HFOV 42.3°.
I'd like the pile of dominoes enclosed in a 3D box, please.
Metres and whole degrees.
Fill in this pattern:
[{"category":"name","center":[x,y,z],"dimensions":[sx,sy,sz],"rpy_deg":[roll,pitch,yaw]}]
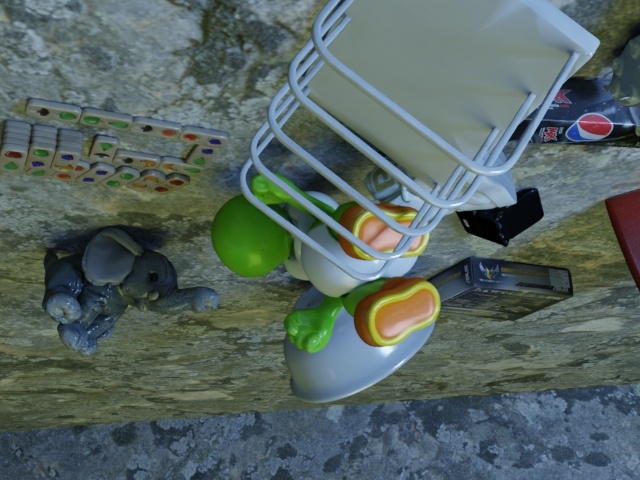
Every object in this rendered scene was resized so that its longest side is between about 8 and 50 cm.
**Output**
[{"category":"pile of dominoes","center":[-0.262,-0.094,1.020],"dimensions":[0.251,0.040,0.196],"rpy_deg":[7,157,-24]}]

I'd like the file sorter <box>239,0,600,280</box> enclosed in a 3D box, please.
[{"category":"file sorter","center":[0.060,-0.105,0.733],"dimensions":[0.192,0.173,0.278],"rpy_deg":[37,153,-2]}]

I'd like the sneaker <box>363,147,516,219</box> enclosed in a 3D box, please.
[{"category":"sneaker","center":[0.122,-0.086,0.992],"dimensions":[0.169,0.108,0.292],"rpy_deg":[-14,158,21]}]

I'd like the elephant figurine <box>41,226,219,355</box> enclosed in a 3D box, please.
[{"category":"elephant figurine","center":[-0.300,0.062,1.294],"dimensions":[0.239,0.186,0.169],"rpy_deg":[-30,-166,1]}]

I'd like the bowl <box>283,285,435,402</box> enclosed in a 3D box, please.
[{"category":"bowl","center":[0.045,0.143,1.472],"dimensions":[0.297,0.134,0.298],"rpy_deg":[-27,-165,8]}]

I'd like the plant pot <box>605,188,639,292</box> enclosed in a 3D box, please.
[{"category":"plant pot","center":[0.614,0.047,1.222],"dimensions":[0.267,0.236,0.267],"rpy_deg":[-19,154,36]}]

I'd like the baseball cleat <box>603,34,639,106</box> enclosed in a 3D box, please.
[{"category":"baseball cleat","center":[0.365,-0.189,0.796],"dimensions":[0.109,0.072,0.206],"rpy_deg":[-5,164,-12]}]

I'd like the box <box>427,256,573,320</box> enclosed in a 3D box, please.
[{"category":"box","center":[0.330,0.096,1.574],"dimensions":[0.231,0.056,0.183],"rpy_deg":[7,158,-24]}]

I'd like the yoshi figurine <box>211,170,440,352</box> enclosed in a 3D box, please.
[{"category":"yoshi figurine","center":[-0.023,0.014,1.025],"dimensions":[0.203,0.204,0.362],"rpy_deg":[37,173,-27]}]

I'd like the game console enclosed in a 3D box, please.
[{"category":"game console","center":[0.271,-0.044,1.255],"dimensions":[0.107,0.071,0.122],"rpy_deg":[22,169,26]}]

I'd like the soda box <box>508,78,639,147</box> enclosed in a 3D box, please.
[{"category":"soda box","center":[0.292,-0.142,0.924],"dimensions":[0.168,0.060,0.053],"rpy_deg":[1,158,-9]}]
